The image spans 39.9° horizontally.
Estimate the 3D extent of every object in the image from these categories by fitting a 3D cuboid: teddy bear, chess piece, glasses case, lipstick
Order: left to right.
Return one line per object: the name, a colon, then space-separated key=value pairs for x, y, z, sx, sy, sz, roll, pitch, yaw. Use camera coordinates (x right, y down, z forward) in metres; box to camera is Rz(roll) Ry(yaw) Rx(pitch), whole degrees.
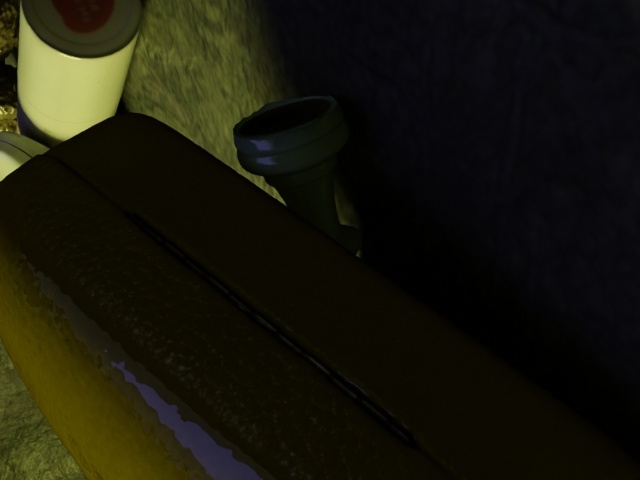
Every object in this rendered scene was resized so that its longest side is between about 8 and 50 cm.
teddy bear: x=-0.391 y=-0.196 z=1.021 sx=0.182 sy=0.129 sz=0.251 roll=53 pitch=154 yaw=24
lipstick: x=-0.223 y=-0.129 z=0.779 sx=0.087 sy=0.087 sz=0.327 roll=65 pitch=157 yaw=5
glasses case: x=-0.219 y=-0.031 z=0.808 sx=0.197 sy=0.049 sz=0.076 roll=38 pitch=156 yaw=-21
glasses case: x=-0.029 y=0.091 z=0.420 sx=0.371 sy=0.141 sz=0.173 roll=36 pitch=150 yaw=30
chess piece: x=0.000 y=0.000 z=0.472 sx=0.059 sy=0.059 sz=0.149 roll=30 pitch=141 yaw=54
